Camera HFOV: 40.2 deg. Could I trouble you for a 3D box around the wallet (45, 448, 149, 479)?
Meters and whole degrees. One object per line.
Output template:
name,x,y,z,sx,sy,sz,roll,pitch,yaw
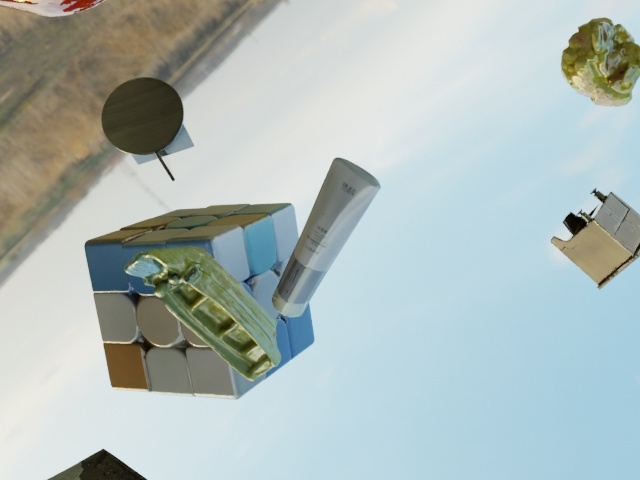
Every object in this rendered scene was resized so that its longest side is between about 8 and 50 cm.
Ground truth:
wallet,-0.415,0.490,1.595,0.221,0.071,0.262,-27,-146,-37

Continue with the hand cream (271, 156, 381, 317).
hand cream,0.000,0.000,1.258,0.255,0.079,0.048,-62,170,24

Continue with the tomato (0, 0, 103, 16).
tomato,-0.365,-0.470,1.120,0.341,0.341,0.272,-38,-156,28

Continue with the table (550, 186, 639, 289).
table,0.331,-0.007,1.032,0.083,0.082,0.070,-42,171,-46

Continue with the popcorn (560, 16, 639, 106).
popcorn,0.358,-0.223,1.109,0.097,0.109,0.089,-17,-161,-4

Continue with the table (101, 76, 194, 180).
table,-0.350,-0.221,1.853,0.167,0.167,0.226,-47,168,-9

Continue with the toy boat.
toy boat,-0.171,0.098,1.365,0.111,0.276,0.084,-37,-165,45

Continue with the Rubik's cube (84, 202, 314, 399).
Rubik's cube,-0.253,0.120,1.914,0.345,0.346,0.347,-2,-166,30
